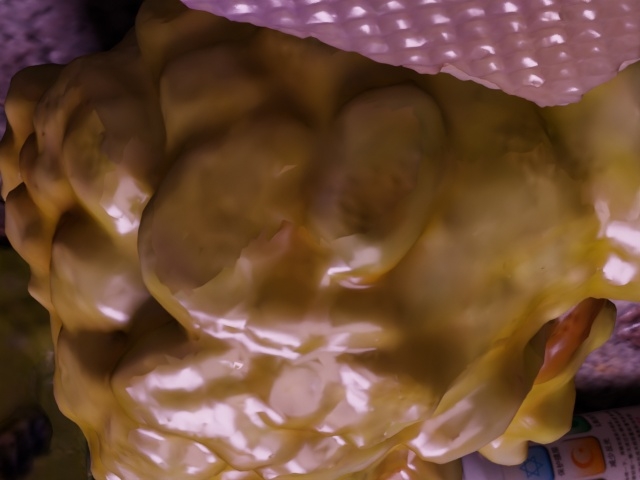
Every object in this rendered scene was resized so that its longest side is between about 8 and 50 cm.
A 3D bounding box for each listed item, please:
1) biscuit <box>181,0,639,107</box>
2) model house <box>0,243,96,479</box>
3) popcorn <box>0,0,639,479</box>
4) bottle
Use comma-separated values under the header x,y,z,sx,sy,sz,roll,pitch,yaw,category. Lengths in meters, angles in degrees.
x,y,z,sx,sy,sz,roll,pitch,yaw,category
-0.007,-0.097,0.396,0.239,0.062,0.108,13,151,-27,biscuit
-0.127,0.134,0.744,0.170,0.211,0.194,1,146,-14,model house
0.011,-0.003,0.586,0.217,0.181,0.235,-17,156,7,popcorn
0.099,0.118,0.907,0.217,0.060,0.060,-6,149,-16,bottle
